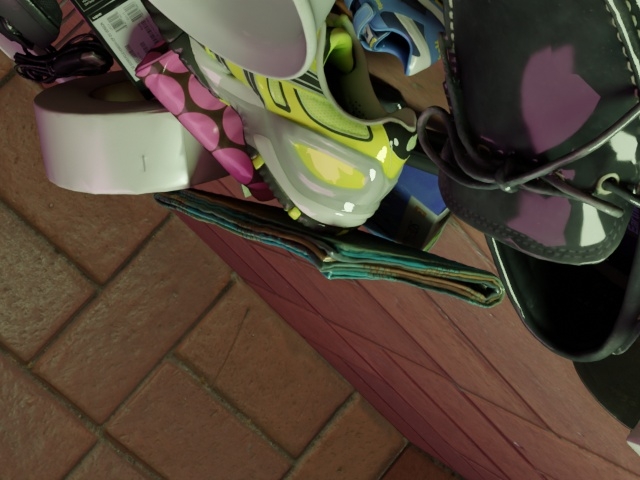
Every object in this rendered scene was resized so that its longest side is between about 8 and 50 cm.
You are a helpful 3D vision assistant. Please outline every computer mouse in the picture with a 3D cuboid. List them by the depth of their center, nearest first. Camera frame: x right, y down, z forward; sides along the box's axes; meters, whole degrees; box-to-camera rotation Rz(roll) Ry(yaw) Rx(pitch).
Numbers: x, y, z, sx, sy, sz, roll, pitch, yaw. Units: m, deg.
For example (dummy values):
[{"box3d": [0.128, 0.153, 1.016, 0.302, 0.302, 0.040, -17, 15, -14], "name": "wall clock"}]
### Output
[{"box3d": [-0.380, -0.300, 1.105, 0.188, 0.072, 0.272, 3, 130, 40], "name": "computer mouse"}]

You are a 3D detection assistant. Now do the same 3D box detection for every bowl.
[{"box3d": [-0.080, -0.271, 0.685, 0.298, 0.134, 0.298, 39, 168, 10], "name": "bowl"}]

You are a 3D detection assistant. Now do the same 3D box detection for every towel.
[{"box3d": [0.000, 0.000, 1.070, 0.271, 0.040, 0.370, 12, -175, -39], "name": "towel"}]

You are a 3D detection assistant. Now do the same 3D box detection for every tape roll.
[{"box3d": [-0.215, -0.149, 1.174, 0.286, 0.286, 0.100, 27, 126, 52], "name": "tape roll"}]

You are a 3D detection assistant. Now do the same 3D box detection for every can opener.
[{"box3d": [0.096, -0.099, 0.939, 0.186, 0.059, 0.073, 34, 166, 34], "name": "can opener"}]

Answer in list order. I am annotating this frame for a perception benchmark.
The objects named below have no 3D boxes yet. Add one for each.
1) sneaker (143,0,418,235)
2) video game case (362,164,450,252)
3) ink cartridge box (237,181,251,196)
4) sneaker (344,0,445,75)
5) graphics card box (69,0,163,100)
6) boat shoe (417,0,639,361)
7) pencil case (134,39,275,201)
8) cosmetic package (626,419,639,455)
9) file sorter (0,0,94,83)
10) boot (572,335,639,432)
[{"box3d": [-0.040, -0.195, 0.913, 0.385, 0.147, 0.145, 53, -148, 9], "name": "sneaker"}, {"box3d": [0.042, -0.097, 1.126, 0.269, 0.061, 0.244, 40, 168, 9], "name": "video game case"}, {"box3d": [-0.151, -0.199, 1.405, 0.171, 0.056, 0.235, 84, 160, -73], "name": "ink cartridge box"}, {"box3d": [0.045, -0.194, 0.752, 0.144, 0.059, 0.053, 41, 171, 7], "name": "sneaker"}, {"box3d": [-0.276, -0.350, 0.995, 0.233, 0.094, 0.371, 56, -179, 37], "name": "graphics card box"}, {"box3d": [0.162, -0.069, 0.604, 0.186, 0.156, 0.500, 35, 166, 37], "name": "boat shoe"}, {"box3d": [-0.101, -0.145, 1.014, 0.209, 0.098, 0.095, 44, -169, -19], "name": "pencil case"}, {"box3d": [0.381, 0.128, 0.511, 0.155, 0.197, 0.365, 44, 170, -17], "name": "cosmetic package"}, {"box3d": [-0.421, -0.370, 1.338, 0.277, 0.173, 0.193, 28, 163, 51], "name": "file sorter"}, {"box3d": [0.408, 0.210, 1.092, 0.264, 0.096, 0.280, 30, 173, 17], "name": "boot"}]
